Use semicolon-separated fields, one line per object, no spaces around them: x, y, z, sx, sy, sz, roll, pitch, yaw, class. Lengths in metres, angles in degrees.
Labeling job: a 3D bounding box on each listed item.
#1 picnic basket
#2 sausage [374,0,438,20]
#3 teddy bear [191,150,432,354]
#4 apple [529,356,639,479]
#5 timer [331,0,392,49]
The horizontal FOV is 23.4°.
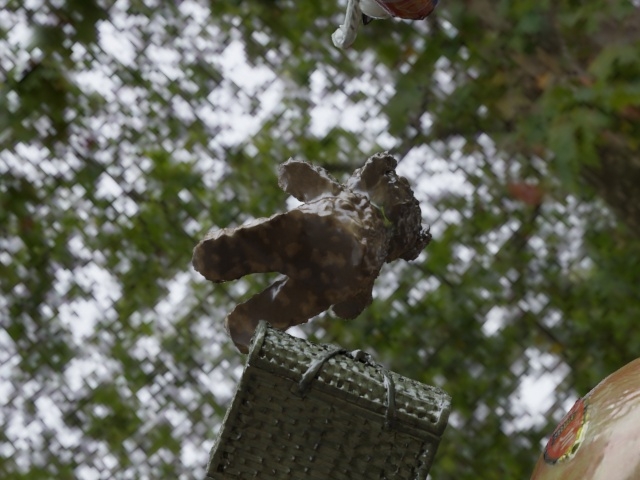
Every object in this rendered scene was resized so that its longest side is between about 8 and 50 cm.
0.008;0.173;1.450;0.134;0.196;0.154;-77;9;-88;picnic basket
0.031;-0.270;1.347;0.074;0.074;0.274;-50;-27;8;sausage
-0.009;0.003;2.141;0.296;0.246;0.222;-23;9;12;teddy bear
0.206;0.162;0.810;0.211;0.211;0.188;9;-57;-55;apple
0.041;-0.329;1.689;0.175;0.175;0.266;-42;-38;-7;timer
